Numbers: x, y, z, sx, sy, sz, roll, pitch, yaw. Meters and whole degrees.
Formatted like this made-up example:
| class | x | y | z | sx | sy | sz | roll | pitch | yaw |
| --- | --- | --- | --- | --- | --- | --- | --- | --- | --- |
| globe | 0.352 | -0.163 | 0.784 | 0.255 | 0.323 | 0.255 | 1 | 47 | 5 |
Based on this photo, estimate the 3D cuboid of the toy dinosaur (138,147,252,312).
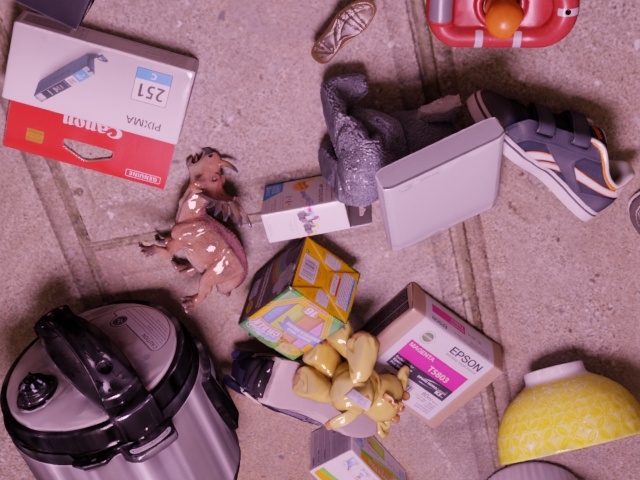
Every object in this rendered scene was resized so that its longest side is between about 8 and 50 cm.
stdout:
| class | x | y | z | sx | sy | sz | roll | pitch | yaw |
| --- | --- | --- | --- | --- | --- | --- | --- | --- | --- |
| toy dinosaur | -0.187 | 0.005 | 1.928 | 0.200 | 0.127 | 0.295 | -25 | 124 | 8 |

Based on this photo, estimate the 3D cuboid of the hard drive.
| class | x | y | z | sx | sy | sz | roll | pitch | yaw |
| --- | --- | --- | --- | --- | --- | --- | --- | --- | --- |
| hard drive | 0.194 | -0.082 | 1.767 | 0.203 | 0.040 | 0.307 | -25 | 161 | -2 |

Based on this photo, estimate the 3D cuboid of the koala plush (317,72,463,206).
| class | x | y | z | sx | sy | sz | roll | pitch | yaw |
| --- | --- | --- | --- | --- | --- | --- | --- | --- | --- |
| koala plush | 0.125 | -0.155 | 1.786 | 0.221 | 0.203 | 0.196 | -7 | 129 | -12 |

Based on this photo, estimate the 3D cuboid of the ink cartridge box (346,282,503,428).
| class | x | y | z | sx | sy | sz | roll | pitch | yaw |
| --- | --- | --- | --- | --- | --- | --- | --- | --- | --- |
| ink cartridge box | 0.195 | 0.221 | 2.067 | 0.235 | 0.088 | 0.193 | 36 | 118 | -18 |

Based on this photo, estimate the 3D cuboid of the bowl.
| class | x | y | z | sx | sy | sz | roll | pitch | yaw |
| --- | --- | --- | --- | --- | --- | --- | --- | --- | --- |
| bowl | 0.459 | 0.315 | 2.059 | 0.290 | 0.289 | 0.156 | -17 | 77 | 12 |

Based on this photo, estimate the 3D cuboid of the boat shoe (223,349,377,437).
| class | x | y | z | sx | sy | sz | roll | pitch | yaw |
| --- | --- | --- | --- | --- | --- | --- | --- | --- | --- |
| boat shoe | -0.027 | 0.285 | 2.111 | 0.341 | 0.158 | 0.127 | 28 | 80 | -38 |

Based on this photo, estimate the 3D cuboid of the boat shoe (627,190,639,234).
| class | x | y | z | sx | sy | sz | roll | pitch | yaw |
| --- | --- | --- | --- | --- | --- | --- | --- | --- | --- |
| boat shoe | 0.679 | 0.028 | 1.924 | 0.335 | 0.095 | 0.112 | 36 | 117 | -19 |

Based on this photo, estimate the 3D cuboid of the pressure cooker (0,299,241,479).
| class | x | y | z | sx | sy | sz | roll | pitch | yaw |
| --- | --- | --- | --- | --- | --- | --- | --- | --- | --- |
| pressure cooker | -0.362 | 0.313 | 1.962 | 0.370 | 0.375 | 0.420 | -6 | 127 | 19 |

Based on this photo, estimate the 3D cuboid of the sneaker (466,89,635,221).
| class | x | y | z | sx | sy | sz | roll | pitch | yaw |
| --- | --- | --- | --- | --- | --- | --- | --- | --- | --- |
| sneaker | 0.384 | -0.167 | 1.796 | 0.321 | 0.126 | 0.127 | 35 | 120 | -27 |

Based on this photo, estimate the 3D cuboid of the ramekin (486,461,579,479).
| class | x | y | z | sx | sy | sz | roll | pitch | yaw |
| --- | --- | --- | --- | --- | --- | --- | --- | --- | --- |
| ramekin | 0.440 | 0.577 | 2.261 | 0.273 | 0.127 | 0.272 | 1 | 123 | 1 |

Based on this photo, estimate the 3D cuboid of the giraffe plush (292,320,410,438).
| class | x | y | z | sx | sy | sz | roll | pitch | yaw |
| --- | --- | --- | --- | --- | --- | --- | --- | --- | --- |
| giraffe plush | 0.080 | 0.261 | 1.967 | 0.181 | 0.210 | 0.170 | -49 | 135 | 12 |

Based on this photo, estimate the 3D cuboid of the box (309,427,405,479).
| class | x | y | z | sx | sy | sz | roll | pitch | yaw |
| --- | --- | --- | --- | --- | --- | --- | --- | --- | --- |
| box | 0.079 | 0.468 | 2.212 | 0.103 | 0.114 | 0.203 | -31 | 118 | 20 |

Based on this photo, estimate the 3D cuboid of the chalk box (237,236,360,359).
| class | x | y | z | sx | sy | sz | roll | pitch | yaw |
| --- | --- | --- | --- | --- | --- | --- | --- | --- | --- |
| chalk box | -0.052 | 0.116 | 1.968 | 0.132 | 0.132 | 0.213 | 35 | 135 | -19 |

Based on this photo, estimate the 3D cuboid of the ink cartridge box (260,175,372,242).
| class | x | y | z | sx | sy | sz | roll | pitch | yaw |
| --- | --- | --- | --- | --- | --- | --- | --- | --- | --- |
| ink cartridge box | -0.006 | -0.061 | 1.884 | 0.181 | 0.104 | 0.061 | -10 | 122 | 7 |

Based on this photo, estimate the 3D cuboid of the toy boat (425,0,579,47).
| class | x | y | z | sx | sy | sz | roll | pitch | yaw |
| --- | --- | --- | --- | --- | --- | --- | --- | --- | --- |
| toy boat | 0.279 | -0.353 | 1.663 | 0.231 | 0.151 | 0.150 | 0 | 122 | 2 |

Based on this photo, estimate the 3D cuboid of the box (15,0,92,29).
| class | x | y | z | sx | sy | sz | roll | pitch | yaw |
| --- | --- | --- | --- | --- | --- | --- | --- | --- | --- |
| box | -0.371 | -0.478 | 1.610 | 0.165 | 0.143 | 0.270 | 24 | 120 | -13 |

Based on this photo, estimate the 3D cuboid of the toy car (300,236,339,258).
| class | x | y | z | sx | sy | sz | roll | pitch | yaw |
| --- | --- | --- | --- | --- | --- | --- | --- | --- | --- |
| toy car | 0.000 | 0.000 | 1.961 | 0.122 | 0.040 | 0.060 | 36 | 117 | -19 |

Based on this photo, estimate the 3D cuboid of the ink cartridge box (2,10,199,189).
| class | x | y | z | sx | sy | sz | roll | pitch | yaw |
| --- | --- | --- | --- | --- | --- | --- | --- | --- | --- |
| ink cartridge box | -0.377 | -0.217 | 1.822 | 0.297 | 0.066 | 0.261 | 15 | 120 | -7 |

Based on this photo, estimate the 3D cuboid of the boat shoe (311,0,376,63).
| class | x | y | z | sx | sy | sz | roll | pitch | yaw |
| --- | --- | --- | --- | --- | --- | --- | --- | --- | --- |
| boat shoe | 0.037 | -0.340 | 1.742 | 0.135 | 0.045 | 0.050 | -38 | 106 | 27 |
